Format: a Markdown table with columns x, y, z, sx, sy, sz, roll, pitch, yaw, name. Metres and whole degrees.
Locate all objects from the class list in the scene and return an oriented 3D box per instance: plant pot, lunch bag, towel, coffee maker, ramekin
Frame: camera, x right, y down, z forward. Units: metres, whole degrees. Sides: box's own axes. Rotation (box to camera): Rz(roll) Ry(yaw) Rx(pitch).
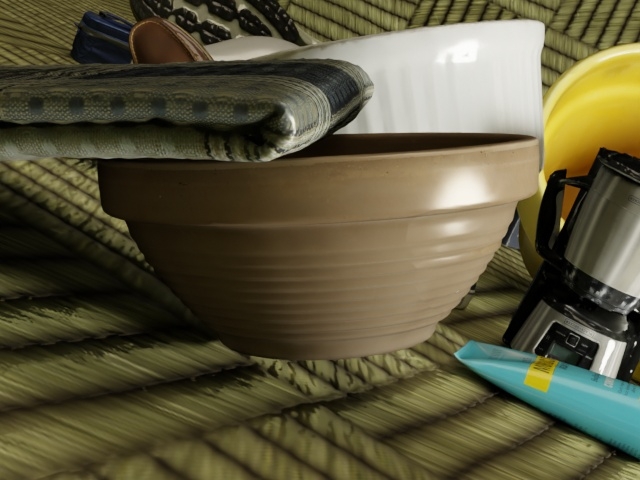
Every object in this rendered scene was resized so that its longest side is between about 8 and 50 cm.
| x | y | z | sx | sy | sz | roll | pitch | yaw | name |
| --- | --- | --- | --- | --- | --- | --- | --- | --- | --- |
| 0.000 | 0.000 | 0.675 | 0.237 | 0.109 | 0.237 | -2 | 8 | 0 | plant pot |
| -0.251 | -0.237 | 1.479 | 0.098 | 0.065 | 0.067 | 20 | 12 | -27 | lunch bag |
| -0.145 | -0.063 | 0.653 | 0.324 | 0.056 | 0.312 | 1 | 11 | 8 | towel |
| 0.237 | 0.029 | 0.976 | 0.120 | 0.178 | 0.171 | 36 | 17 | 37 | coffee maker |
| 0.064 | -0.103 | 1.074 | 0.277 | 0.135 | 0.277 | -9 | 4 | 1 | ramekin |
| 0.304 | -0.033 | 1.231 | 0.254 | 0.254 | 0.239 | 25 | -19 | 3 | plant pot |

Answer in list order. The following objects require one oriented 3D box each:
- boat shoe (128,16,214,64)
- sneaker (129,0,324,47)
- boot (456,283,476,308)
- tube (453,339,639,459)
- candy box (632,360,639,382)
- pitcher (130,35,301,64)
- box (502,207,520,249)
| x | y | z | sx | sy | sz | roll | pitch | yaw | name |
| --- | --- | --- | --- | --- | --- | --- | --- | --- | --- |
| -0.106 | -0.110 | 1.008 | 0.178 | 0.064 | 0.060 | 61 | 7 | 9 | boat shoe |
| -0.086 | -0.217 | 1.635 | 0.410 | 0.158 | 0.182 | 30 | -23 | -21 | sneaker |
| 0.118 | -0.005 | 1.126 | 0.069 | 0.086 | 0.190 | 22 | 11 | -13 | boot |
| 0.192 | 0.114 | 0.845 | 0.207 | 0.052 | 0.080 | 22 | 3 | 14 | tube |
| 0.381 | 0.156 | 1.097 | 0.206 | 0.027 | 0.105 | 29 | 10 | 21 | candy box |
| -0.083 | -0.148 | 1.334 | 0.207 | 0.125 | 0.177 | 4 | 42 | -35 | pitcher |
| 0.293 | -0.066 | 1.638 | 0.108 | 0.153 | 0.207 | 33 | 12 | 39 | box |
